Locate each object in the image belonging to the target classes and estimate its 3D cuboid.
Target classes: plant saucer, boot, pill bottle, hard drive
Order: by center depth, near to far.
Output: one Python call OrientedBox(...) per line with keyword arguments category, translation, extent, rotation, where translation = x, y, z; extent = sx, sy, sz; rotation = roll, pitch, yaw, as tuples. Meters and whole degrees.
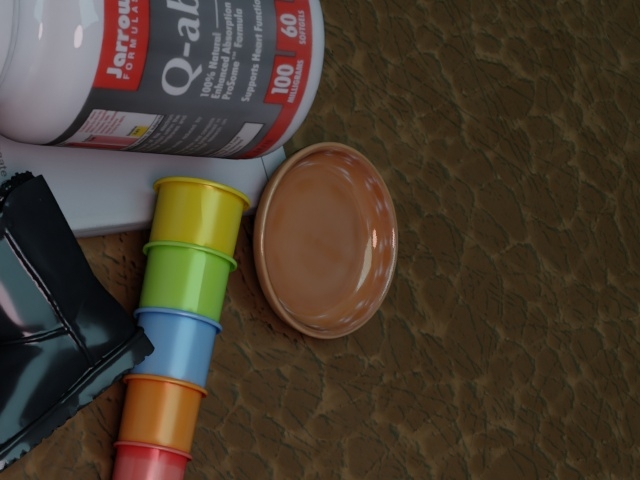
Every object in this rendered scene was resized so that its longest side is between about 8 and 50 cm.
OrientedBox(category="boot", translation=(-0.290, 0.078, 1.684), extent=(0.246, 0.094, 0.207), rotation=(-39, 99, -25))
OrientedBox(category="pill bottle", translation=(-0.194, -0.185, 1.749), extent=(0.363, 0.210, 0.210), rotation=(2, 71, -38))
OrientedBox(category="hard drive", translation=(-0.198, -0.124, 1.893), extent=(0.353, 0.047, 0.233), rotation=(-9, 78, -40))
OrientedBox(category="plant saucer", translation=(0.000, 0.000, 1.974), extent=(0.200, 0.037, 0.200), rotation=(-1, 91, -46))

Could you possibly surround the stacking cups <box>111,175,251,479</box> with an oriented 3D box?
OrientedBox(category="stacking cups", translation=(-0.144, 0.102, 1.797), extent=(0.096, 0.096, 0.316), rotation=(22, 73, -31))
